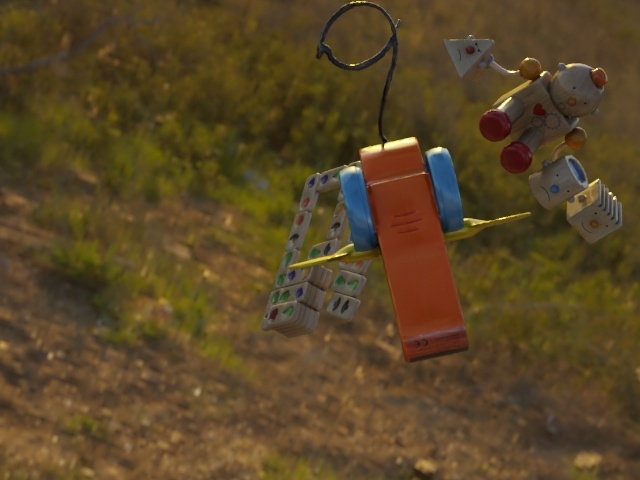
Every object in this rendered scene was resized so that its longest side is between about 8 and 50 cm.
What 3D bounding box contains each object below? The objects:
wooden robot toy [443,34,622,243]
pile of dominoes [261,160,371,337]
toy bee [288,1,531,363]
[{"bbox_3d":[0.158,-0.080,1.006,0.173,0.079,0.076,54,30,-8],"label":"wooden robot toy"},{"bbox_3d":[0.000,0.000,1.932,0.040,0.196,0.251,31,62,-29],"label":"pile of dominoes"},{"bbox_3d":[0.081,-0.028,1.293,0.195,0.162,0.298,7,70,10],"label":"toy bee"}]
